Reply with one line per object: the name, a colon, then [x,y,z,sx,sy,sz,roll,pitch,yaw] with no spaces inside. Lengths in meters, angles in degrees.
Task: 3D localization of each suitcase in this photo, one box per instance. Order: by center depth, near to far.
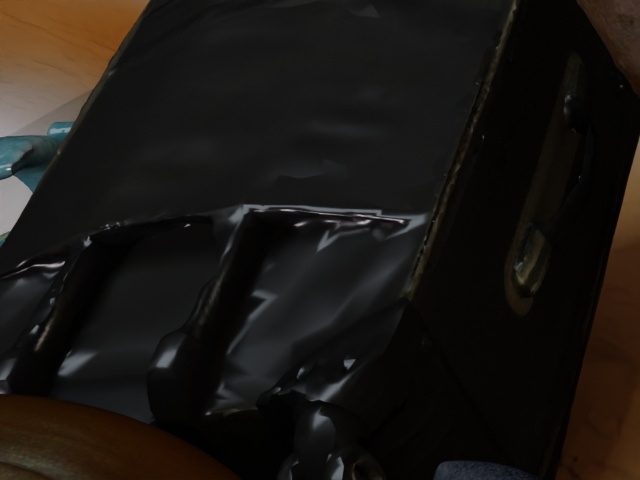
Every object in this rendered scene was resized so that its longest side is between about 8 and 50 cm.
suitcase: [0.000,0.000,0.776,0.283,0.194,0.434,-9,41,30]

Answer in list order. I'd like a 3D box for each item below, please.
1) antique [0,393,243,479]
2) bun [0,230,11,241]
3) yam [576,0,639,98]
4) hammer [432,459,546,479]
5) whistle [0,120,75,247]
antique: [-0.083,0.161,0.539,0.278,0.224,0.129,6,20,25]
bun: [-0.173,0.070,1.065,0.195,0.195,0.118,-22,28,38]
yam: [0.184,-0.080,0.655,0.131,0.280,0.131,-31,25,16]
hammer: [0.132,0.116,0.397,0.137,0.037,0.290,-36,37,-25]
whistle: [-0.137,0.019,0.903,0.093,0.186,0.274,-2,21,27]
